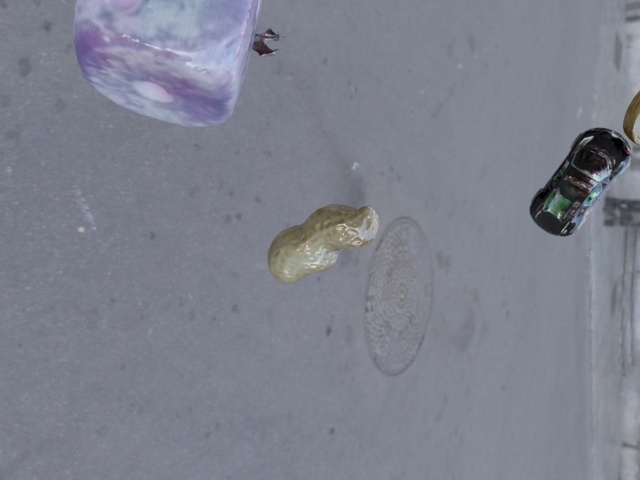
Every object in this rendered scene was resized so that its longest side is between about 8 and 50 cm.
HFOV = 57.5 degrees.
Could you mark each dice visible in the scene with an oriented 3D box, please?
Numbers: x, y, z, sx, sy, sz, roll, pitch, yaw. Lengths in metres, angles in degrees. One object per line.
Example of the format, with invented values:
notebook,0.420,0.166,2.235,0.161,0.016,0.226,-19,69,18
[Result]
dice,-0.252,-0.376,1.014,0.270,0.269,0.272,136,-33,-73

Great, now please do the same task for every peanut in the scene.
peanut,0.000,0.000,1.021,0.104,0.227,0.086,51,27,-13

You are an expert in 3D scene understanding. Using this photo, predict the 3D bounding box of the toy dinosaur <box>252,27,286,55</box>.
toy dinosaur,-0.131,-0.455,1.323,0.220,0.108,0.032,-93,-176,-52

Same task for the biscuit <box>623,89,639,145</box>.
biscuit,0.446,-0.175,0.649,0.035,0.240,0.158,-114,-176,-52

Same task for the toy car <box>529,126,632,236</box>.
toy car,0.315,-0.070,0.712,0.055,0.069,0.142,-22,145,-56
